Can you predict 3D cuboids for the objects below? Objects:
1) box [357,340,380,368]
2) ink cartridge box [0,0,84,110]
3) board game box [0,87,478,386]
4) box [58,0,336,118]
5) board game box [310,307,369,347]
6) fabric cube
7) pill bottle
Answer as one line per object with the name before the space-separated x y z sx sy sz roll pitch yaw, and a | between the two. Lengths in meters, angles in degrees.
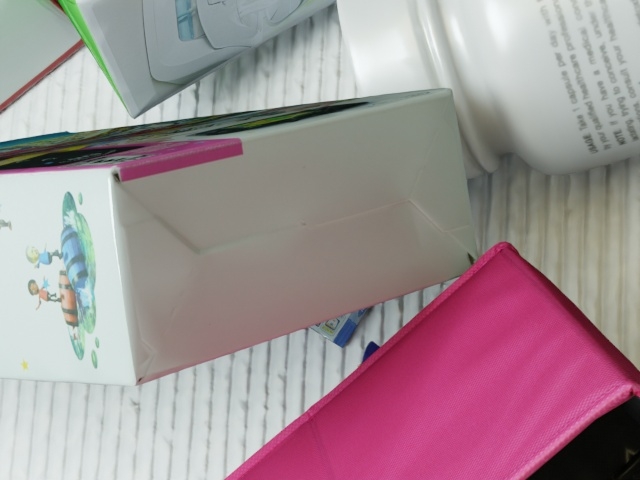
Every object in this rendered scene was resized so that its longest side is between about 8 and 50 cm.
box | 0.046 0.121 0.999 0.028 0.081 0.136 -8 72 16
ink cartridge box | -0.303 -0.180 1.193 0.197 0.114 0.273 -38 67 6
board game box | -0.111 -0.004 0.950 0.303 0.224 0.098 -3 98 45
box | -0.080 -0.243 1.105 0.231 0.127 0.262 -30 62 -5
board game box | 0.000 0.000 1.086 0.090 0.020 0.090 32 86 25
fabric cube | 0.084 0.193 0.816 0.259 0.258 0.254 -42 103 3
pill bottle | 0.162 -0.126 0.992 0.283 0.160 0.160 -17 69 13
